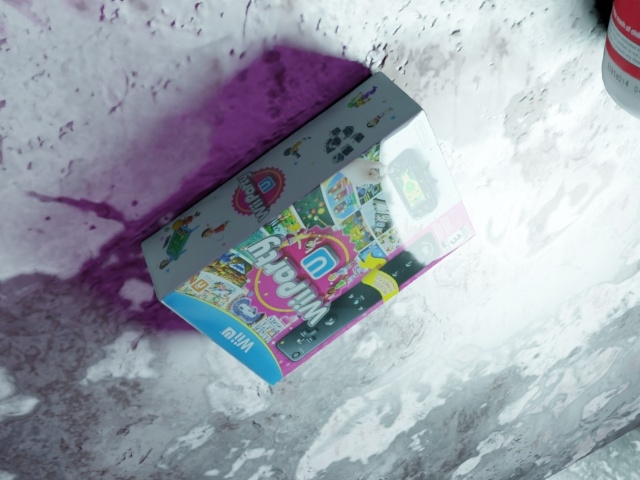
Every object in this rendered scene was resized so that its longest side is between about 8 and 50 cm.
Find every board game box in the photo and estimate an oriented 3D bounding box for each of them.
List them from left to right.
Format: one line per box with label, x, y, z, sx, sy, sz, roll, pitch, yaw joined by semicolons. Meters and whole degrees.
board game box;0.000;0.000;0.662;0.303;0.097;0.224;-36;137;2

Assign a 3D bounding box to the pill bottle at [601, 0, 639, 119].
pill bottle;0.405;-0.314;0.540;0.229;0.229;0.407;-24;136;-11
